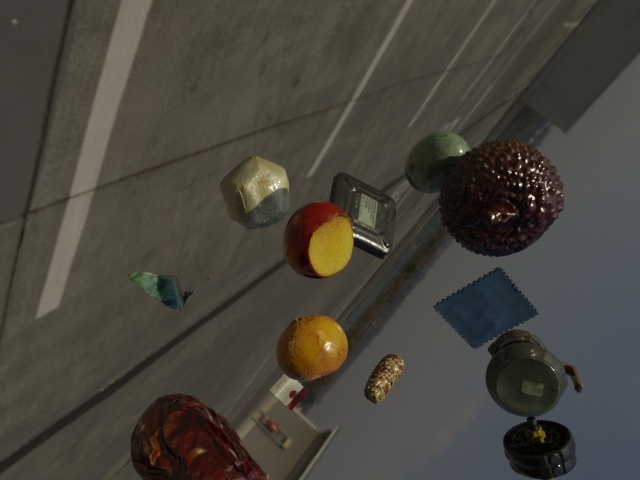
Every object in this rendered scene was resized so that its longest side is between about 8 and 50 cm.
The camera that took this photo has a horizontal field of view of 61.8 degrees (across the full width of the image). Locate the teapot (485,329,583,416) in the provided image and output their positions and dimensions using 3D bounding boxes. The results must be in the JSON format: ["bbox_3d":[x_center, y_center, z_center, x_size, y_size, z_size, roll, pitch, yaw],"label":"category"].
[{"bbox_3d":[0.875,0.537,2.218,0.362,0.376,0.305,-37,135,-71],"label":"teapot"}]

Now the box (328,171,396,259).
[{"bbox_3d":[0.159,-0.100,2.033,0.073,0.289,0.289,-41,-150,47],"label":"box"}]

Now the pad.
[{"bbox_3d":[0.561,0.235,1.816,0.269,0.269,0.012,-34,-154,21],"label":"pad"}]

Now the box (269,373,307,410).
[{"bbox_3d":[-0.121,0.581,2.063,0.100,0.048,0.152,-44,135,-13],"label":"box"}]

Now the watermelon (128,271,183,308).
[{"bbox_3d":[-0.467,0.127,1.565,0.180,0.094,0.081,34,93,-39],"label":"watermelon"}]

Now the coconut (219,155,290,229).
[{"bbox_3d":[-0.230,-0.179,1.907,0.245,0.245,0.247,-40,128,-45],"label":"coconut"}]

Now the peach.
[{"bbox_3d":[0.000,0.000,1.331,0.190,0.190,0.192,-43,-172,-36],"label":"peach"}]

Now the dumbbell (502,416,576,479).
[{"bbox_3d":[0.617,0.655,1.441,0.185,0.388,0.185,-18,-173,2],"label":"dumbbell"}]

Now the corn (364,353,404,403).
[{"bbox_3d":[0.237,0.519,2.005,0.098,0.098,0.290,-54,170,29],"label":"corn"}]

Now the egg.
[{"bbox_3d":[0.339,-0.224,1.552,0.169,0.169,0.236,-45,-175,-28],"label":"egg"}]

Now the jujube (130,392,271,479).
[{"bbox_3d":[-0.252,0.461,1.120,0.216,0.342,0.216,-22,119,-46],"label":"jujube"}]

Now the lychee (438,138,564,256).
[{"bbox_3d":[0.451,-0.112,1.362,0.306,0.306,0.330,-54,-179,30],"label":"lychee"}]

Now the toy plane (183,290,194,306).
[{"bbox_3d":[-0.422,0.180,1.670,0.084,0.024,0.077,-47,-150,27],"label":"toy plane"}]

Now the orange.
[{"bbox_3d":[-0.026,0.324,1.614,0.219,0.192,0.219,-8,174,-1],"label":"orange"}]
